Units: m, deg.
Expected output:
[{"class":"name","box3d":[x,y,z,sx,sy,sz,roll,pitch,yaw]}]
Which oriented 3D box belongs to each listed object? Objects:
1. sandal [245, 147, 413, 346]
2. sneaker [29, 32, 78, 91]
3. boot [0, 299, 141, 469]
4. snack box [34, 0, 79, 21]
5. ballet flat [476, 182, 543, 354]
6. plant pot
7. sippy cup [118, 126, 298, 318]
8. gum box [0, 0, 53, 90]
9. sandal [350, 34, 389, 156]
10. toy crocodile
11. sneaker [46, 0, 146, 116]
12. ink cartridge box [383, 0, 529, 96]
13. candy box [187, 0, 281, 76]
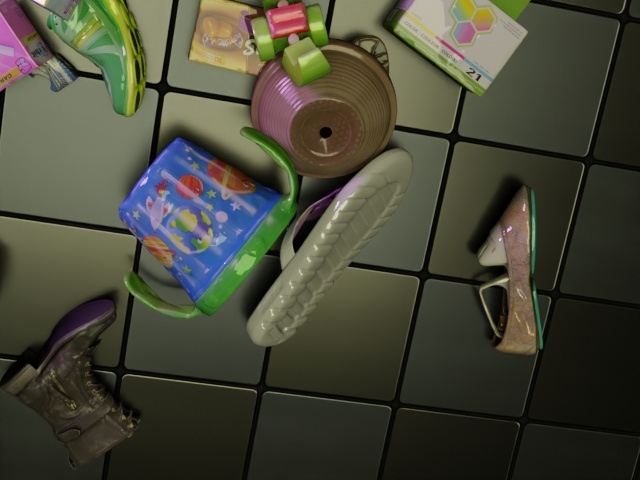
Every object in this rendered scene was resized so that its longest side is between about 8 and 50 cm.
[{"class":"sandal","box3d":[-0.006,-0.003,1.745,0.102,0.169,0.416,42,98,25]},{"class":"sneaker","box3d":[-0.450,-0.288,1.639,0.058,0.052,0.135,-43,106,9]},{"class":"boot","box3d":[-0.390,0.248,1.782,0.263,0.091,0.229,-39,112,8]},{"class":"snack box","box3d":[-0.417,-0.449,1.530,0.207,0.070,0.175,33,93,21]},{"class":"ballet flat","box3d":[0.328,0.058,1.815,0.106,0.107,0.316,-4,105,7]},{"class":"plant pot","box3d":[0.006,-0.191,1.650,0.237,0.110,0.237,0,121,-1]},{"class":"sippy cup","box3d":[-0.192,-0.036,1.664,0.224,0.240,0.305,39,72,-5]},{"class":"gum box","box3d":[-0.522,-0.277,1.598,0.188,0.062,0.107,-25,108,21]},{"class":"sandal","box3d":[0.072,-0.237,1.725,0.090,0.060,0.219,-7,120,0]},{"class":"toy crocodile","box3d":[-0.062,-0.388,1.584,0.115,0.105,0.341,-14,76,-1]},{"class":"sneaker","box3d":[-0.355,-0.331,1.620,0.123,0.109,0.296,-19,99,5]},{"class":"ink cartridge box","box3d":[0.253,-0.394,1.682,0.188,0.097,0.255,34,99,-15]},{"class":"candy box","box3d":[-0.112,-0.323,1.674,0.186,0.053,0.109,13,103,-10]}]
